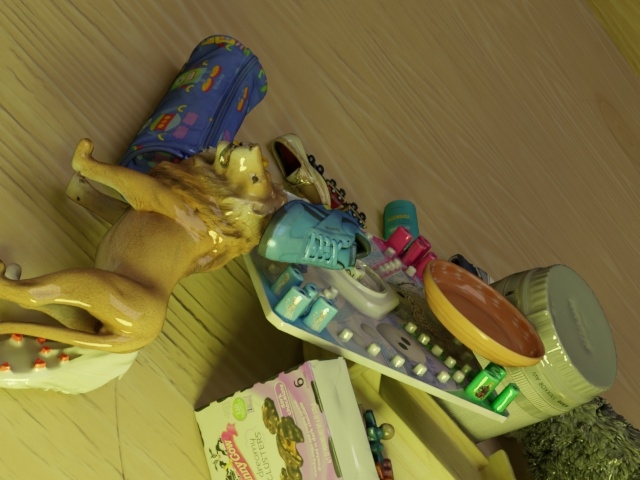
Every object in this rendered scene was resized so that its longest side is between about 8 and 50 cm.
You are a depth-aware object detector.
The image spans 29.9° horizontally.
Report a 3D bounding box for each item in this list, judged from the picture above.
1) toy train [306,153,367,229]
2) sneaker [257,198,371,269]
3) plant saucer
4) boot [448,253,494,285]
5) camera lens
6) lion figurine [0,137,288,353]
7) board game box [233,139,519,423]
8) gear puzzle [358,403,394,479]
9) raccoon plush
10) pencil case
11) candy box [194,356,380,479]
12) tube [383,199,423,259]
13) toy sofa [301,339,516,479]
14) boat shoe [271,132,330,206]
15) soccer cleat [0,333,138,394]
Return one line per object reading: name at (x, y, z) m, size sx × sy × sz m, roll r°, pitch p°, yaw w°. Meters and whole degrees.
toy train at (0.020, -0.069, 1.854) m, size 0.158 × 0.027 × 0.036 m, roll 47°, pitch 40°, yaw -23°
sneaker at (0.000, 0.000, 1.409) m, size 0.082 × 0.069 × 0.209 m, roll 32°, pitch 14°, yaw 20°
plant saucer at (0.213, 0.103, 1.612) m, size 0.200 × 0.037 × 0.200 m, roll 34°, pitch 19°, yaw -13°
boot at (0.248, 0.111, 2.023) m, size 0.086 × 0.069 × 0.190 m, roll 36°, pitch 33°, yaw -25°
camera lens at (0.278, 0.175, 1.815) m, size 0.219 × 0.274 × 0.219 m, roll 34°, pitch 43°, yaw -38°
lion figurine at (-0.199, 0.022, 1.307) m, size 0.240 × 0.142 × 0.392 m, roll 27°, pitch 50°, yaw -2°
board game box at (0.056, 0.046, 1.601) m, size 0.390 × 0.050 × 0.390 m, roll 26°, pitch 22°, yaw -30°
gear puzzle at (0.087, 0.362, 1.412) m, size 0.175 × 0.044 × 0.339 m, roll 78°, pitch 4°, yaw -45°
raccoon plush at (0.443, 0.287, 1.881) m, size 0.216 × 0.446 × 0.299 m, roll -30°, pitch 94°, yaw -31°
pencil case at (-0.158, -0.150, 1.565) m, size 0.119 × 0.133 × 0.306 m, roll 52°, pitch 34°, yaw -25°
candy box at (-0.041, 0.244, 1.394) m, size 0.070 × 0.196 × 0.164 m, roll 1°, pitch 67°, yaw -51°
tube at (0.132, 0.030, 1.910) m, size 0.052 × 0.080 × 0.207 m, roll 60°, pitch 22°, yaw -49°
toy sofa at (0.108, 0.273, 1.658) m, size 0.362 × 0.177 × 0.150 m, roll 48°, pitch 13°, yaw -21°
boat shoe at (-0.033, -0.096, 1.784) m, size 0.045 × 0.050 × 0.135 m, roll -14°, pitch 70°, yaw -53°
soccer cleat at (-0.278, 0.136, 1.268) m, size 0.196 × 0.076 × 0.068 m, roll -8°, pitch 40°, yaw -42°
